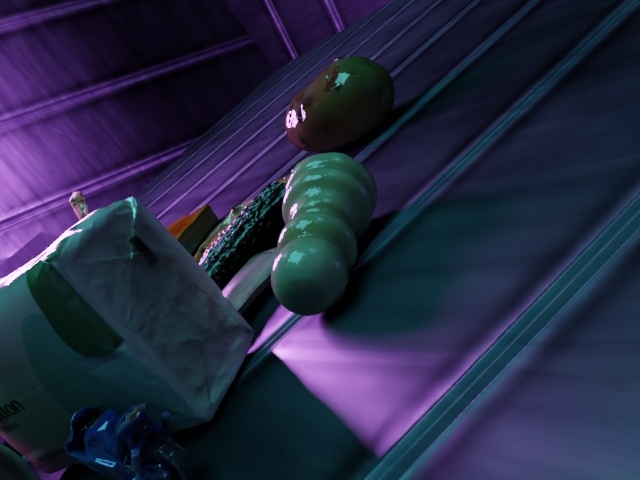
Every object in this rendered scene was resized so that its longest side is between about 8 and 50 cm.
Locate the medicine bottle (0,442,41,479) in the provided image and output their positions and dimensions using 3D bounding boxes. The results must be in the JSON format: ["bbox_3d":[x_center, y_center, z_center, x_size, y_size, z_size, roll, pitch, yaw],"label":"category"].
[{"bbox_3d":[-0.485,0.326,0.884,0.236,0.236,0.406,-48,20,-28],"label":"medicine bottle"}]

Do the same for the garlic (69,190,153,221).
[{"bbox_3d":[-0.573,-0.031,1.963,0.245,0.253,0.245,-40,8,7],"label":"garlic"}]

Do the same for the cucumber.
[{"bbox_3d":[-0.146,0.028,1.201,0.300,0.072,0.072,-50,19,-13],"label":"cucumber"}]

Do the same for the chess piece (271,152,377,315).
[{"bbox_3d":[0.000,0.000,0.953,0.133,0.133,0.243,-30,26,27],"label":"chess piece"}]

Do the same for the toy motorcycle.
[{"bbox_3d":[-0.212,0.223,0.798,0.205,0.114,0.076,-20,24,48],"label":"toy motorcycle"}]

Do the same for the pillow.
[{"bbox_3d":[-0.118,0.079,1.100,0.130,0.038,0.233,-21,23,50],"label":"pillow"}]

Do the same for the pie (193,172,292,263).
[{"bbox_3d":[-0.128,-0.032,1.377,0.274,0.055,0.274,-35,17,12],"label":"pie"}]

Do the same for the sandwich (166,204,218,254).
[{"bbox_3d":[-0.316,-0.007,1.683,0.212,0.063,0.245,-46,20,-26],"label":"sandwich"}]

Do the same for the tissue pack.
[{"bbox_3d":[-0.301,0.134,0.951,0.356,0.266,0.194,-27,20,35],"label":"tissue pack"}]

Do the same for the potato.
[{"bbox_3d":[0.032,-0.262,1.488,0.262,0.165,0.165,-33,17,38],"label":"potato"}]
